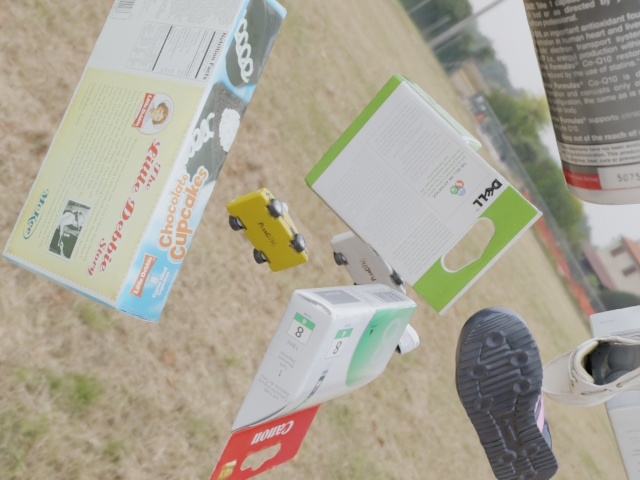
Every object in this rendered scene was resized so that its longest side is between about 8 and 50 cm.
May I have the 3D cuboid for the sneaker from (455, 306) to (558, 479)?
[{"bbox_3d":[0.232,0.186,1.082,0.131,0.112,0.319,-96,171,-54],"label":"sneaker"}]

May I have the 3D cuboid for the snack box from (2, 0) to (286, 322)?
[{"bbox_3d":[-0.174,-0.100,0.799,0.187,0.321,0.060,17,-8,37],"label":"snack box"}]

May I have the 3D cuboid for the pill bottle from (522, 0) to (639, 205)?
[{"bbox_3d":[0.266,-0.188,0.715,0.161,0.161,0.283,-75,148,-70],"label":"pill bottle"}]

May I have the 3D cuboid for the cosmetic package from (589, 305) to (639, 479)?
[{"bbox_3d":[0.621,0.351,1.485,0.230,0.162,0.453,-79,150,-50],"label":"cosmetic package"}]

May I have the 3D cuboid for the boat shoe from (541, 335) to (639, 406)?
[{"bbox_3d":[0.417,0.187,1.240,0.096,0.277,0.098,18,64,-25],"label":"boat shoe"}]

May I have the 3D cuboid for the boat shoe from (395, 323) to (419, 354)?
[{"bbox_3d":[0.141,0.187,1.863,0.184,0.063,0.066,48,-34,22],"label":"boat shoe"}]

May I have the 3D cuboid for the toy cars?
[{"bbox_3d":[0.000,0.000,1.595,0.394,0.176,0.087,20,41,-11],"label":"toy cars"}]

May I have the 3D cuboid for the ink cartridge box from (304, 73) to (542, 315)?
[{"bbox_3d":[0.136,-0.058,1.067,0.255,0.189,0.097,46,18,14],"label":"ink cartridge box"}]

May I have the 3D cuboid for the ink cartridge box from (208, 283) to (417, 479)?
[{"bbox_3d":[-0.007,0.150,0.796,0.056,0.224,0.181,29,13,26],"label":"ink cartridge box"}]
